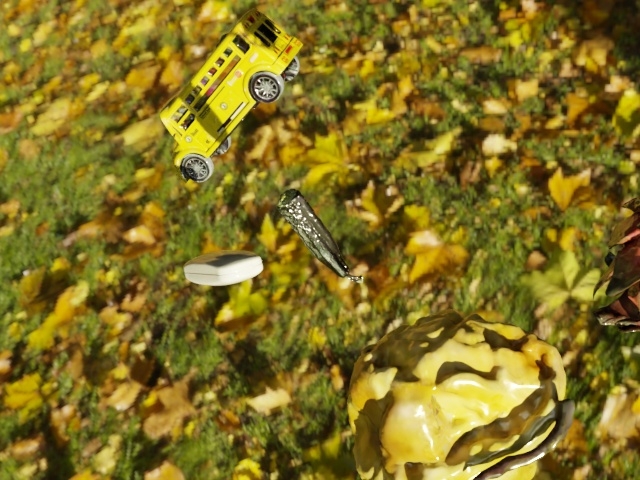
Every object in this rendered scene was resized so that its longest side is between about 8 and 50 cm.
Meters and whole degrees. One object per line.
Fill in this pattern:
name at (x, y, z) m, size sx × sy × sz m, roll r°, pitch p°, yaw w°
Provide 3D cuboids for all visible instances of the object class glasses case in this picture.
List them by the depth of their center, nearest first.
glasses case at (-0.155, 0.042, 1.389) m, size 0.074 × 0.049 × 0.193 m, roll -18°, pitch 9°, yaw -29°

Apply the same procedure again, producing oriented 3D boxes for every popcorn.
popcorn at (0.221, 0.276, 1.361) m, size 0.381 × 0.349 × 0.349 m, roll -10°, pitch 31°, yaw 53°

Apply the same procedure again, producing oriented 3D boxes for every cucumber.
cucumber at (0.000, 0.000, 1.162) m, size 0.043 × 0.163 × 0.039 m, roll -23°, pitch 32°, yaw 19°

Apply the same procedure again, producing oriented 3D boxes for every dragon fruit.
dragon fruit at (0.281, 0.008, 0.690) m, size 0.130 × 0.142 × 0.121 m, roll -2°, pitch 51°, yaw -20°

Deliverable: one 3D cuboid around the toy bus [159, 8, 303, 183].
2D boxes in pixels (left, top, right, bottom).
toy bus at (-0.181, -0.262, 1.639) m, size 0.331 × 0.151 × 0.145 m, roll -43°, pitch 14°, yaw 30°
